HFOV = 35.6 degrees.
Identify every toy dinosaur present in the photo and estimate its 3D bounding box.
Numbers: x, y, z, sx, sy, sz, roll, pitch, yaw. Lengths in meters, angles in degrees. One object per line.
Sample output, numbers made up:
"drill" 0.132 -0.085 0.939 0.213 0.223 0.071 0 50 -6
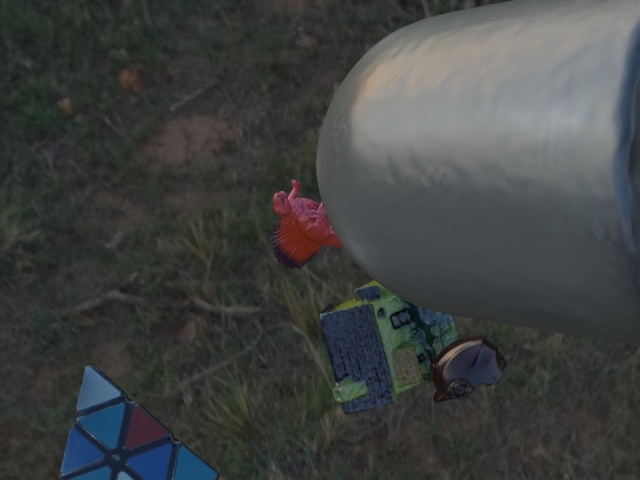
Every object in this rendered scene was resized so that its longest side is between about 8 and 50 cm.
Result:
"toy dinosaur" -0.006 0.005 1.815 0.070 0.286 0.139 20 76 47

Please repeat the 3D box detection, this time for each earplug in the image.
"earplug" 0.187 -0.076 0.935 0.394 0.313 0.313 5 51 45

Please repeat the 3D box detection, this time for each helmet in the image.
"helmet" 0.209 0.183 1.468 0.123 0.098 0.070 -23 98 11

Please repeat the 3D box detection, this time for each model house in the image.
"model house" 0.100 0.172 1.678 0.211 0.194 0.170 -21 11 -35

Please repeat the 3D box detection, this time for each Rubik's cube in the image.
"Rubik's cube" -0.286 0.374 1.635 0.250 0.234 0.284 5 69 -3
